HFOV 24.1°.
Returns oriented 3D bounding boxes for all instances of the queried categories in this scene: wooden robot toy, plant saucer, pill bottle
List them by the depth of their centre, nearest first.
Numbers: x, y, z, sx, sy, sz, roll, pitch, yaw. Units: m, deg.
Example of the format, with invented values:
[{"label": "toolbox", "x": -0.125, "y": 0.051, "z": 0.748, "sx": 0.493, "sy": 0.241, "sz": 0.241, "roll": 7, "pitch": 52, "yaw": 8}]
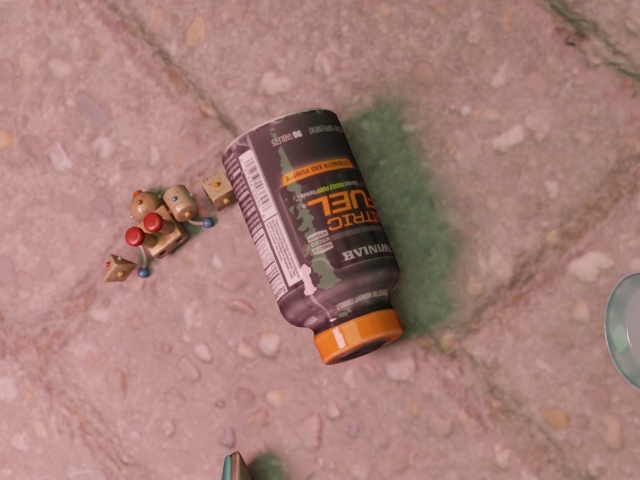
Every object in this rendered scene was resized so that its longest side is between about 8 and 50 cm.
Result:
[{"label": "plant saucer", "x": 0.320, "y": 0.087, "z": 1.441, "sx": 0.119, "sy": 0.021, "sz": 0.119, "roll": 17, "pitch": 110, "yaw": 58}, {"label": "pill bottle", "x": 0.000, "y": 0.000, "z": 1.521, "sx": 0.130, "sy": 0.130, "sz": 0.245, "roll": -25, "pitch": 78, "yaw": 13}, {"label": "wooden robot toy", "x": -0.179, "y": -0.031, "z": 1.613, "sx": 0.173, "sy": 0.076, "sz": 0.079, "roll": -38, "pitch": 64, "yaw": 9}]

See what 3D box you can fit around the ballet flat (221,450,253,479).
[{"label": "ballet flat", "x": -0.079, "y": 0.326, "z": 1.548, "sx": 0.068, "sy": 0.072, "sz": 0.213, "roll": 8, "pitch": 86, "yaw": -10}]
